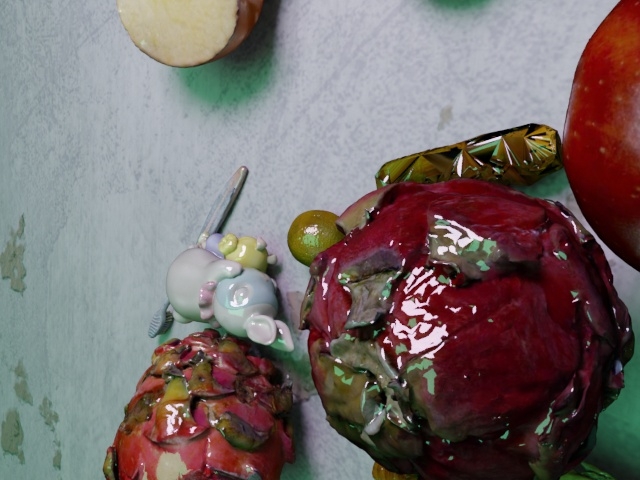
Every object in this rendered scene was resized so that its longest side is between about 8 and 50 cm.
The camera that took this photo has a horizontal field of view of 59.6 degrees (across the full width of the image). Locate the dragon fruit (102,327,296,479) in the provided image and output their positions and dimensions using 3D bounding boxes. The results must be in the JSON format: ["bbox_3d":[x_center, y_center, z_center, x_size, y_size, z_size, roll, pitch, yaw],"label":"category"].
[{"bbox_3d":[-0.178,0.271,0.825,0.269,0.250,0.291,-43,35,14],"label":"dragon fruit"}]

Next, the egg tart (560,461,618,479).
[{"bbox_3d":[0.281,0.376,0.583,0.314,0.120,0.315,4,97,36],"label":"egg tart"}]

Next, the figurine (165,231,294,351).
[{"bbox_3d":[-0.119,0.075,0.844,0.235,0.127,0.155,12,64,38],"label":"figurine"}]

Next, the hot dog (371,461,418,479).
[{"bbox_3d":[0.122,0.275,0.680,0.047,0.066,0.215,49,153,-1],"label":"hot dog"}]

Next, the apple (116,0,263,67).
[{"bbox_3d":[-0.167,-0.414,0.830,0.251,0.163,0.293,23,119,24],"label":"apple"}]

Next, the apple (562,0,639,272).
[{"bbox_3d":[0.344,-0.077,0.413,0.316,0.288,0.288,25,107,30],"label":"apple"}]

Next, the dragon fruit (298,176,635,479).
[{"bbox_3d":[0.137,0.090,0.557,0.329,0.329,0.330,2,94,35],"label":"dragon fruit"}]

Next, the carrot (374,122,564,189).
[{"bbox_3d":[0.168,-0.087,0.671,0.228,0.069,0.069,-8,88,36],"label":"carrot"}]

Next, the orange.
[{"bbox_3d":[0.000,0.000,0.783,0.095,0.085,0.085,18,103,25],"label":"orange"}]

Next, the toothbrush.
[{"bbox_3d":[-0.216,0.029,0.968,0.028,0.037,0.375,42,114,25],"label":"toothbrush"}]
